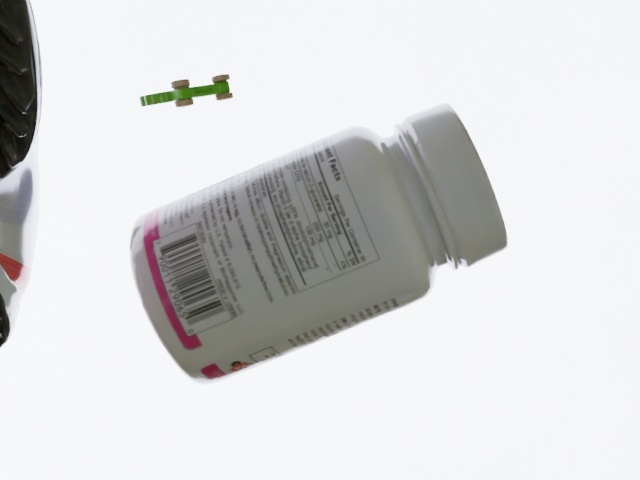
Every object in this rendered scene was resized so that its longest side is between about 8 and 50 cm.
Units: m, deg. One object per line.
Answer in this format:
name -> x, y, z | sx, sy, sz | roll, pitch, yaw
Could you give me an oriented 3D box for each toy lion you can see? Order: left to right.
toy lion -> -0.176, -0.186, 0.958 | 0.100, 0.096, 0.034 | -19, -76, -40

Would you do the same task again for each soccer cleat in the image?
soccer cleat -> -0.211, -0.056, 0.431 | 0.109, 0.318, 0.116 | 10, -132, -13

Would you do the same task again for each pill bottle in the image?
pill bottle -> 0.000, 0.000, 0.636 | 0.283, 0.160, 0.160 | -22, -77, 5
